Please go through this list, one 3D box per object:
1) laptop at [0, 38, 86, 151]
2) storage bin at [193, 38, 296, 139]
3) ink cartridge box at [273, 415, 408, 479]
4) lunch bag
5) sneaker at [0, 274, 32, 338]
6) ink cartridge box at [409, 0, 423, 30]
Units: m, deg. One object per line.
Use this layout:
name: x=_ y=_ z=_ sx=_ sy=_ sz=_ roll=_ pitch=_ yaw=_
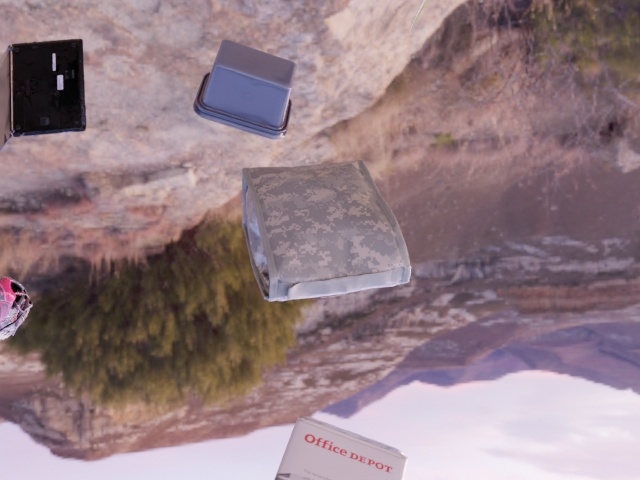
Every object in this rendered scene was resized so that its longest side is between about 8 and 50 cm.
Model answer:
laptop: x=-0.682 y=-0.340 z=1.661 sx=0.264 sy=0.234 sz=0.136 roll=-6 pitch=169 yaw=-3
storage bin: x=-0.095 y=-0.216 z=0.949 sx=0.135 sy=0.098 sz=0.091 roll=17 pitch=144 yaw=-10
ink cartridge box: x=0.006 y=0.353 z=0.870 sx=0.158 sy=0.218 sz=0.092 roll=19 pitch=136 yaw=5
lunch bag: x=0.000 y=0.000 z=1.179 sx=0.235 sy=0.169 sz=0.287 roll=-6 pitch=-142 yaw=-13
sneaker: x=-0.634 y=0.131 z=1.390 sx=0.112 sy=0.121 sz=0.299 roll=-22 pitch=180 yaw=-10
ink cartridge box: x=0.181 y=-0.519 z=1.207 sx=0.097 sy=0.189 sz=0.255 roll=27 pitch=164 yaw=3
